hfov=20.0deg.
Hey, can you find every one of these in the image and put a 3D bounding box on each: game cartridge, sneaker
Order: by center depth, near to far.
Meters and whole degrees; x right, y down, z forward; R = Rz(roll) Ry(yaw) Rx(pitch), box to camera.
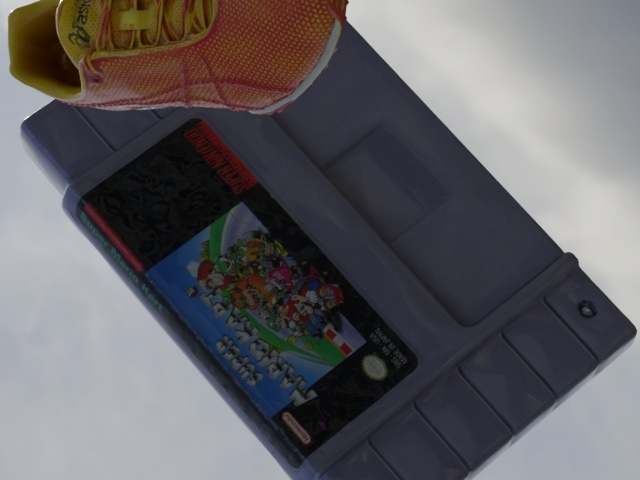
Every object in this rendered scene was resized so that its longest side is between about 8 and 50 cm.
[{"bbox_3d":[-0.056,-0.075,0.671,0.067,0.175,0.064,2,-98,-41],"label":"sneaker"},{"bbox_3d":[0.000,0.000,1.151,0.355,0.230,0.068,48,156,13],"label":"game cartridge"}]
